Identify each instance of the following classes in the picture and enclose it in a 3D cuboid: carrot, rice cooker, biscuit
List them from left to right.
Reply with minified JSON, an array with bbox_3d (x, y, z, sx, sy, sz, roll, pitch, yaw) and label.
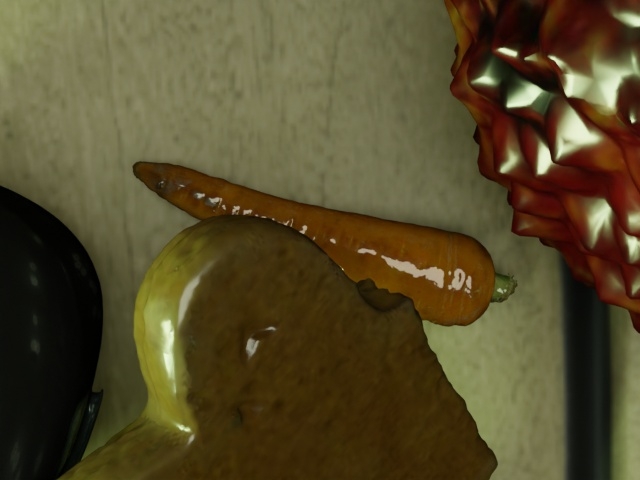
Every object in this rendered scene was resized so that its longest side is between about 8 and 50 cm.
[{"bbox_3d":[-0.248,0.074,0.674,0.267,0.224,0.267,0,96,-2],"label":"rice cooker"},{"bbox_3d":[-0.069,0.203,0.663,0.394,0.076,0.368,-48,130,-15],"label":"biscuit"},{"bbox_3d":[0.000,0.000,0.762,0.257,0.061,0.061,17,94,-1],"label":"carrot"}]

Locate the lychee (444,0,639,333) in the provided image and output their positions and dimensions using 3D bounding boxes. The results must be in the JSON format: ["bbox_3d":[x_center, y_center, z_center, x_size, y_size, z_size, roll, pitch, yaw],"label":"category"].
[{"bbox_3d":[0.305,-0.100,0.579,0.500,0.424,0.424,14,94,16],"label":"lychee"}]
